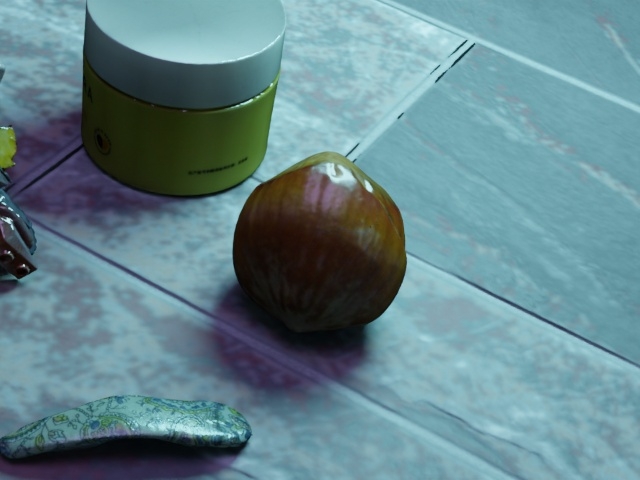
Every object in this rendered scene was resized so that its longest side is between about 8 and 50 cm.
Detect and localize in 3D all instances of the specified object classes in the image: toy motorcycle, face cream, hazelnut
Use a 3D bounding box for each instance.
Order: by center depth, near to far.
[{"bbox_3d":[-0.344,-0.032,1.335,0.084,0.212,0.118,-29,45,13],"label":"toy motorcycle"},{"bbox_3d":[0.000,0.000,1.383,0.182,0.182,0.182,6,40,-6],"label":"hazelnut"},{"bbox_3d":[-0.156,-0.184,1.547,0.218,0.179,0.218,6,40,-6],"label":"face cream"}]

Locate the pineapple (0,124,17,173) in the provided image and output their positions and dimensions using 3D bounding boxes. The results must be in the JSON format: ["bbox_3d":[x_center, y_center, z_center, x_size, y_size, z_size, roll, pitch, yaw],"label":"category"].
[{"bbox_3d":[-0.437,-0.086,1.416,0.233,0.079,0.135,1,-1,-39],"label":"pineapple"}]

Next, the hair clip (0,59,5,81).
[{"bbox_3d":[-0.503,-0.189,1.491,0.330,0.085,0.101,-3,39,-49],"label":"hair clip"}]

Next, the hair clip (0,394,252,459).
[{"bbox_3d":[-0.173,0.168,1.247,0.229,0.036,0.066,-3,36,-16],"label":"hair clip"}]
